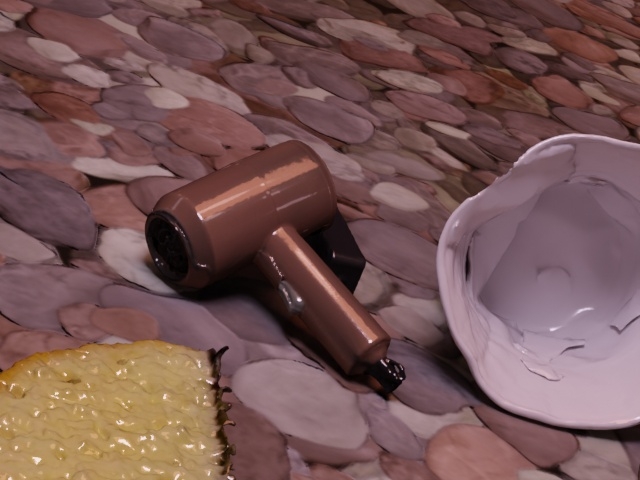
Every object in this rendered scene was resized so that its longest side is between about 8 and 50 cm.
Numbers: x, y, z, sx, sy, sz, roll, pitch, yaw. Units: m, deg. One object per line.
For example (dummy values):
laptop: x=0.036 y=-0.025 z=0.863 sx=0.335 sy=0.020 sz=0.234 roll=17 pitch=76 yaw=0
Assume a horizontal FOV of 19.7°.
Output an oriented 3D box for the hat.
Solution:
hat: x=0.161 y=0.020 z=1.195 sx=0.203 sy=0.203 sz=0.126 roll=18 pitch=5 yaw=-10

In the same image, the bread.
bread: x=-0.103 y=0.132 z=0.741 sx=0.134 sy=0.129 sz=0.260 roll=8 pitch=25 yaw=-13

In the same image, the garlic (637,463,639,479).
garlic: x=0.288 y=0.108 z=1.014 sx=0.199 sy=0.226 sz=0.199 roll=13 pitch=24 yaw=-6

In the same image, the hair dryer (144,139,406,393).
hair dryer: x=-0.013 y=0.025 z=1.125 sx=0.117 sy=0.064 sz=0.182 roll=-27 pitch=63 yaw=-32

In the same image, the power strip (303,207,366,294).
power strip: x=0.000 y=0.000 z=1.228 sx=0.029 sy=0.038 sz=0.111 roll=13 pitch=26 yaw=-23
